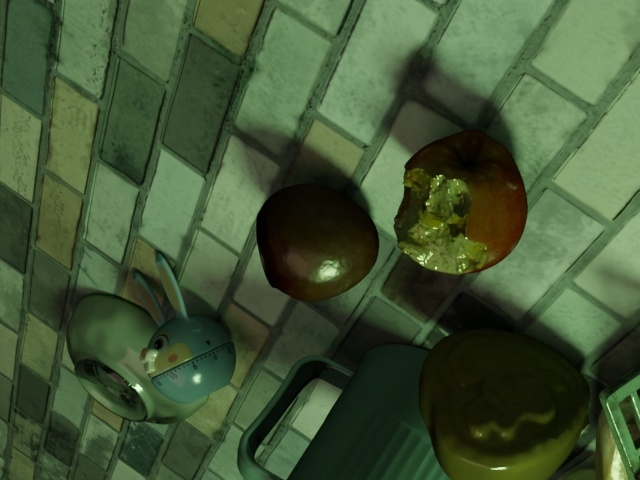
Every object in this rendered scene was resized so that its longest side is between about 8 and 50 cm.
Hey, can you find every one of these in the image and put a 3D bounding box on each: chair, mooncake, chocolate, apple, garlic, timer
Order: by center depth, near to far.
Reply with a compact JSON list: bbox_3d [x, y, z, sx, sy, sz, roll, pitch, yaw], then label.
[{"bbox_3d":[0.172,-0.049,1.323,0.156,0.147,0.158,58,144,30],"label":"apple"},{"bbox_3d":[0.459,0.277,1.335,0.147,0.136,0.270,44,162,55],"label":"chair"},{"bbox_3d":[0.422,0.294,1.472,0.145,0.164,0.245,13,129,34],"label":"garlic"},{"bbox_3d":[0.252,0.223,1.498,0.234,0.235,0.117,20,139,23],"label":"mooncake"},{"bbox_3d":[0.000,0.000,1.532,0.176,0.177,0.177,23,143,19],"label":"chocolate"},{"bbox_3d":[-0.260,0.172,1.933,0.255,0.175,0.175,47,144,-11],"label":"timer"}]

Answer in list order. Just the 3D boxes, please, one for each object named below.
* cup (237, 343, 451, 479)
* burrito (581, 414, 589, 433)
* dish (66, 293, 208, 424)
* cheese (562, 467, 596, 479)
[{"bbox_3d":[0.077,0.333,1.686,0.331,0.311,0.257,45,144,-10],"label":"cup"},{"bbox_3d":[0.327,0.312,1.663,0.087,0.060,0.226,24,142,9],"label":"burrito"},{"bbox_3d":[-0.386,0.263,2.175,0.324,0.124,0.324,24,143,20],"label":"dish"},{"bbox_3d":[0.445,0.446,1.665,0.218,0.117,0.235,-6,130,42],"label":"cheese"}]
